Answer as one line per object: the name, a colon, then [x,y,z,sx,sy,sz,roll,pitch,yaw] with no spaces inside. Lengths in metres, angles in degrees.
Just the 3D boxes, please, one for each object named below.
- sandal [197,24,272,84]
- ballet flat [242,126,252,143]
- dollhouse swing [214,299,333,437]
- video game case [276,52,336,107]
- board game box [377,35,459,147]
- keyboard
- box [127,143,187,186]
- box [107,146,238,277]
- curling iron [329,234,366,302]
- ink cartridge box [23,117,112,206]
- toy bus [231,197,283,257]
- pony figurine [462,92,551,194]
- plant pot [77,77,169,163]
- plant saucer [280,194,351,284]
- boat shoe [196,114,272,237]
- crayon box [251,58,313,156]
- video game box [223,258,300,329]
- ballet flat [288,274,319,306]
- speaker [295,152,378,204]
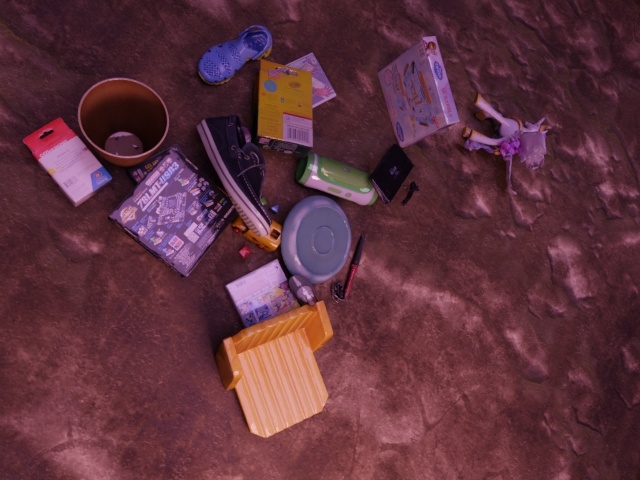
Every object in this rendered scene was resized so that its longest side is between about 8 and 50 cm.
sandal: [-0.286,-0.651,1.849,0.317,0.138,0.126,-42,103,-20]
ballet flat: [-0.239,-0.293,1.856,0.077,0.079,0.221,-9,87,-24]
dollhouse swing: [-0.115,0.426,1.724,0.347,0.315,0.304,-18,71,-25]
video game case: [-0.064,-0.577,1.998,0.201,0.023,0.183,-33,98,-24]
board game box: [0.359,-0.543,2.019,0.066,0.318,0.318,-16,91,-25]
keyboard: [0.289,-0.228,2.037,0.201,0.033,0.317,51,41,-12]
box: [-0.482,-0.169,1.747,0.183,0.056,0.231,-35,98,-23]
box: [-0.447,-0.087,1.683,0.293,0.073,0.295,41,70,-15]
curling iron: [0.112,0.101,1.987,0.068,0.035,0.274,32,73,-17]
ink cartridge box: [-0.759,-0.235,1.621,0.134,0.078,0.231,-41,101,-23]
toy bus: [-0.214,-0.049,1.824,0.202,0.104,0.190,-14,89,-25]
pony figurine: [0.785,-0.412,2.242,0.364,0.303,0.350,17,68,-6]
plant pot: [-0.584,-0.315,1.605,0.237,0.254,0.237,5,76,-19]
plant saucer: [0.000,0.000,1.892,0.318,0.044,0.317,-4,97,-39]
boat shoe: [-0.244,-0.223,1.683,0.156,0.186,0.500,-25,56,-5]
crayon box: [-0.130,-0.461,1.875,0.202,0.081,0.318,9,67,-21]
video game box: [-0.198,0.190,1.835,0.205,0.048,0.187,-27,93,-24]
ballet flat: [-0.036,0.204,1.855,0.072,0.068,0.213,-37,122,-10]
speaker: [0.066,-0.221,1.957,0.297,0.131,0.131,16,77,-21]
